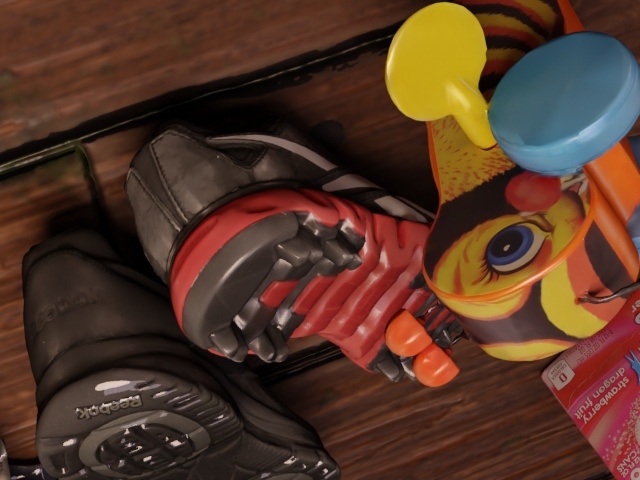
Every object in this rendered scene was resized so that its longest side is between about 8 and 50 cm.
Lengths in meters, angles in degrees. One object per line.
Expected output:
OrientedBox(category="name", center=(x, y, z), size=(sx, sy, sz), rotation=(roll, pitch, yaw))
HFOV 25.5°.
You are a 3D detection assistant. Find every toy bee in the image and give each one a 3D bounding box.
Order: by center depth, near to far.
OrientedBox(category="toy bee", center=(0.088, -0.019, 0.641), size=(0.162, 0.298, 0.195), rotation=(-33, 108, 9))

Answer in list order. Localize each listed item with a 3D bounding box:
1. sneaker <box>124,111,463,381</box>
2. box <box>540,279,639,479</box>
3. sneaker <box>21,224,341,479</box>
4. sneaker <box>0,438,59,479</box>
OrientedBox(category="sneaker", center=(0.000, 0.000, 0.739), size=(0.097, 0.135, 0.276), rotation=(-51, 149, 16))
OrientedBox(category="box", center=(0.284, 0.061, 0.877), size=(0.257, 0.128, 0.122), rotation=(-45, 127, 10))
OrientedBox(category="sneaker", center=(-0.071, 0.080, 0.760), size=(0.109, 0.130, 0.286), rotation=(-25, 151, 3))
OrientedBox(category="sneaker", center=(-0.221, 0.171, 0.767), size=(0.235, 0.094, 0.153), rotation=(5, 119, -25))
